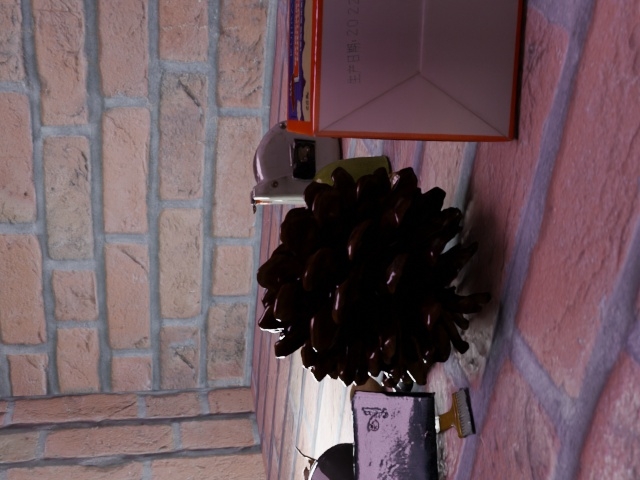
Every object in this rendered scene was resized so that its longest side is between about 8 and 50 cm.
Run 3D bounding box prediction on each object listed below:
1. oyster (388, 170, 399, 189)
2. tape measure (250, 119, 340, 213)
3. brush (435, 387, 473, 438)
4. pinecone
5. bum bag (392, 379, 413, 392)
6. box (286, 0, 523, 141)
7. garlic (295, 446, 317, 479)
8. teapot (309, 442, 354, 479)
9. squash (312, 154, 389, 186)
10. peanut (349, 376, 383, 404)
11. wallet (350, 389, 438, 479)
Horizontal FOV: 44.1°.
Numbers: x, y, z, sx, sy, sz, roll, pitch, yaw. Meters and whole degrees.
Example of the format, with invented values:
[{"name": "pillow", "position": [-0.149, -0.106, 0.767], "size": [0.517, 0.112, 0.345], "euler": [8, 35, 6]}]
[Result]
[{"name": "oyster", "position": [0.151, 0.016, 1.716], "size": [0.129, 0.079, 0.345], "euler": [-143, 56, -64]}, {"name": "tape measure", "position": [-0.072, -0.211, 2.266], "size": [0.130, 0.258, 0.265], "euler": [147, 122, -78]}, {"name": "brush", "position": [0.236, 0.331, 1.455], "size": [0.218, 0.010, 0.082], "euler": [115, 152, -65]}, {"name": "pinecone", "position": [0.100, 0.066, 1.330], "size": [0.398, 0.398, 0.397], "euler": [180, 90, -78]}, {"name": "bum bag", "position": [0.175, 0.244, 1.613], "size": [0.232, 0.060, 0.106], "euler": [106, 151, -58]}, {"name": "box", "position": [0.120, -0.334, 1.240], "size": [0.257, 0.319, 0.348], "euler": [-138, 48, -76]}, {"name": "garlic", "position": [0.031, 0.692, 2.001], "size": [0.151, 0.196, 0.338], "euler": [-9, 78, 62]}, {"name": "teapot", "position": [0.097, 0.567, 1.712], "size": [0.225, 0.171, 0.203], "euler": [37, 167, 51]}, {"name": "squash", "position": [0.067, -0.130, 1.828], "size": [0.123, 0.187, 0.123], "euler": [173, 90, -77]}, {"name": "peanut", "position": [0.114, 0.397, 1.827], "size": [0.214, 0.099, 0.099], "euler": [-108, 21, -50]}, {"name": "wallet", "position": [0.145, 0.481, 1.526], "size": [0.191, 0.046, 0.379], "euler": [-6, 84, 33]}]
